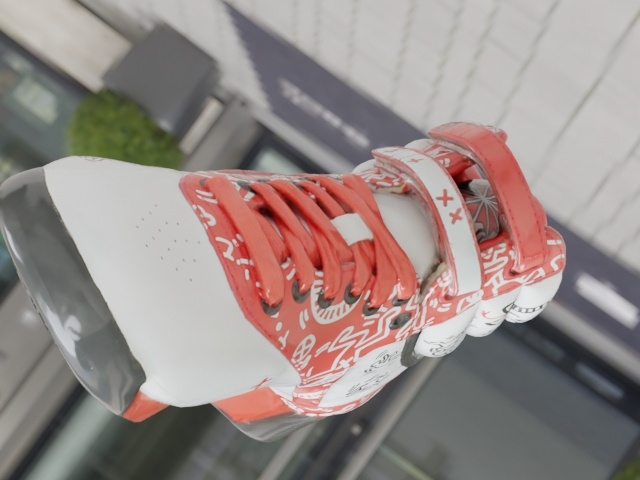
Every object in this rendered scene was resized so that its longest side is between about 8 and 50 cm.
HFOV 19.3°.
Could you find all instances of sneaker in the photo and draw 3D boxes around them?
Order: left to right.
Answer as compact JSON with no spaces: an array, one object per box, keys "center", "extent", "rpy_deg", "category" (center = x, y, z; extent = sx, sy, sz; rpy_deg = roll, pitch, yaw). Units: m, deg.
[{"center":[0.000,-0.001,0.646],"extent":[0.090,0.145,0.270],"rpy_deg":[65,-172,17],"category":"sneaker"}]
